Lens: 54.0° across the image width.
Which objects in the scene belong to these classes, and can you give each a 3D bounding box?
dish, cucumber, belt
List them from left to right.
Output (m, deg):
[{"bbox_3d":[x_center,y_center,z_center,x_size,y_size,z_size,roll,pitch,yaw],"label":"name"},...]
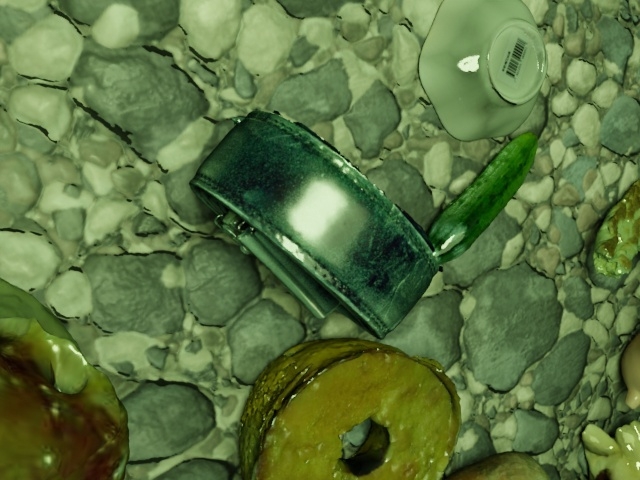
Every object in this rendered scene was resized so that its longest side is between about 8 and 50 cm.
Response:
[{"bbox_3d":[0.000,0.000,0.582,0.116,0.206,0.267,-52,124,-8],"label":"belt"},{"bbox_3d":[0.190,-0.040,0.765,0.250,0.056,0.056,-45,116,-16],"label":"cucumber"},{"bbox_3d":[0.210,-0.207,0.738,0.191,0.066,0.190,-5,102,-28],"label":"dish"}]

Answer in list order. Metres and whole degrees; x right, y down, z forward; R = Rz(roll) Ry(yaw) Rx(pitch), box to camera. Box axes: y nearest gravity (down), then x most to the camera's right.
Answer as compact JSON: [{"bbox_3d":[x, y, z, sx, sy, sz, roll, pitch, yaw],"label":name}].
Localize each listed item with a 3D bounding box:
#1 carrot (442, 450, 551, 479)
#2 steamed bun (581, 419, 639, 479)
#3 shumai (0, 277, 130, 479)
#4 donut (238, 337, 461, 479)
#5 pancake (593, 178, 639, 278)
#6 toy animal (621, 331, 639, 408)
[{"bbox_3d":[0.161,0.378,0.780,0.302,0.139,0.138,-29,111,-16],"label":"carrot"},{"bbox_3d":[0.491,0.409,0.955,0.428,0.189,0.247,29,107,-29],"label":"steamed bun"},{"bbox_3d":[-0.278,0.128,0.343,0.397,0.323,0.324,13,69,-35],"label":"shumai"},{"bbox_3d":[0.027,0.220,0.699,0.272,0.107,0.272,-9,107,-29],"label":"donut"},{"bbox_3d":[0.527,0.002,0.914,0.377,0.054,0.197,-3,61,-25],"label":"pancake"},{"bbox_3d":[0.548,0.159,0.934,0.248,0.165,0.149,-42,121,-8],"label":"toy animal"}]
